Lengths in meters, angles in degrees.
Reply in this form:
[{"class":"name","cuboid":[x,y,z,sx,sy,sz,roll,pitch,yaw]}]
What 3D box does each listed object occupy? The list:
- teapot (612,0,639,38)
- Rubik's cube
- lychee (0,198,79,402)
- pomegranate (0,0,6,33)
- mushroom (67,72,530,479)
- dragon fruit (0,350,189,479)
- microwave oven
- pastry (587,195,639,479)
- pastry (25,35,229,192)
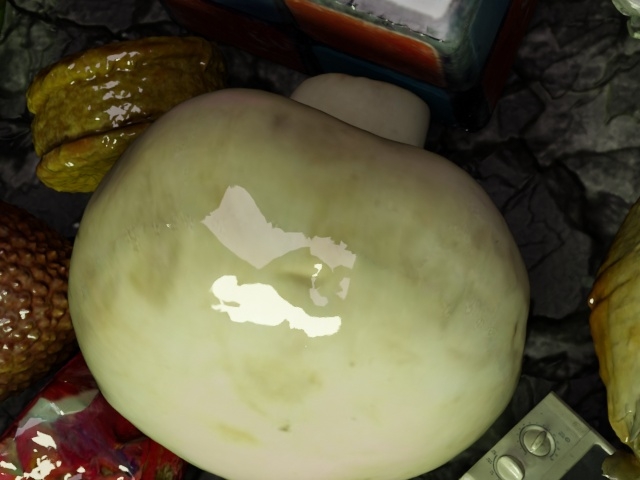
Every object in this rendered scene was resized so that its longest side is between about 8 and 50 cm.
[{"class":"teapot","cuboid":[0.278,-0.212,1.634,0.064,0.064,0.083,8,86,2]},{"class":"Rubik's cube","cuboid":[0.039,-0.307,1.551,0.313,0.318,0.316,22,85,10]},{"class":"lychee","cuboid":[-0.292,0.048,1.605,0.194,0.194,0.194,-1,80,7]},{"class":"pomegranate","cuboid":[-0.405,-0.201,1.661,0.241,0.190,0.159,36,110,10]},{"class":"mushroom","cuboid":[-0.013,0.017,1.446,0.353,0.325,0.353,-7,74,23]},{"class":"dragon fruit","cuboid":[-0.175,0.181,1.560,0.161,0.126,0.274,43,59,-2]},{"class":"microwave oven","cuboid":[0.203,0.275,1.500,0.240,0.194,0.145,43,53,11]},{"class":"pastry","cuboid":[0.360,0.078,1.497,0.329,0.136,0.330,11,64,-24]},{"class":"pastry","cuboid":[-0.160,-0.106,1.608,0.188,0.189,0.103,-13,81,5]}]
